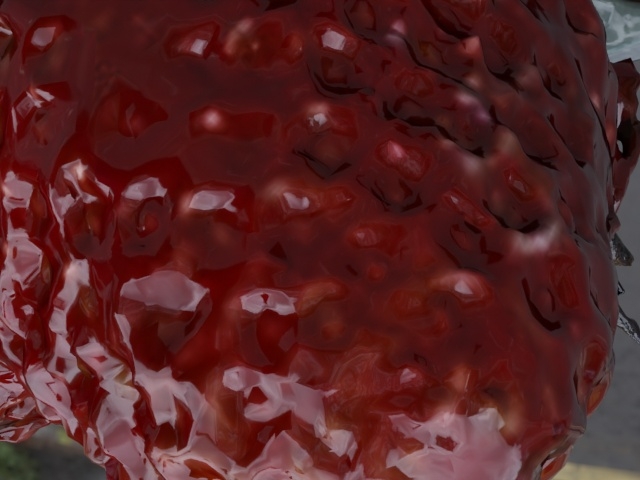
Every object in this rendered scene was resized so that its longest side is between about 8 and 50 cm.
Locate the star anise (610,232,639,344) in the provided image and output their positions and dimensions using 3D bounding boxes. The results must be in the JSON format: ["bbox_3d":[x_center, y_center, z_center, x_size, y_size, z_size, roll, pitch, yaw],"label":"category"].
[{"bbox_3d":[0.129,-0.017,1.371,0.272,0.272,0.102,15,117,-5],"label":"star anise"}]

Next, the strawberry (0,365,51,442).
[{"bbox_3d":[-0.166,-0.047,0.743,0.310,0.292,0.292,-13,158,-24],"label":"strawberry"}]

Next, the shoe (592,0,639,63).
[{"bbox_3d":[0.149,-0.135,1.045,0.195,0.079,0.078,-10,122,35],"label":"shoe"}]

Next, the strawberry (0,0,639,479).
[{"bbox_3d":[0.000,0.000,0.505,0.205,0.244,0.205,-8,124,-12],"label":"strawberry"}]
